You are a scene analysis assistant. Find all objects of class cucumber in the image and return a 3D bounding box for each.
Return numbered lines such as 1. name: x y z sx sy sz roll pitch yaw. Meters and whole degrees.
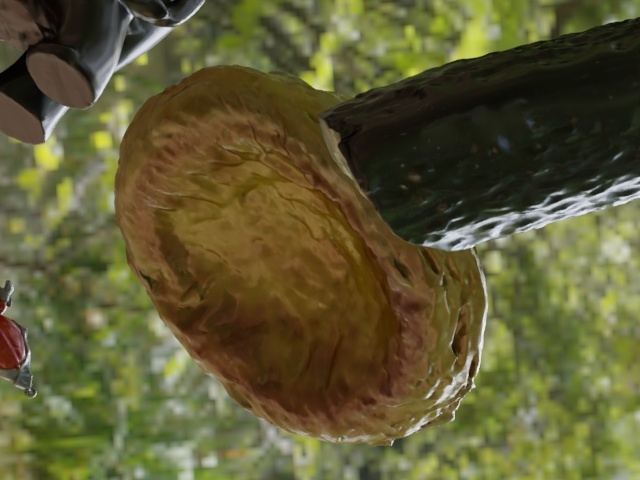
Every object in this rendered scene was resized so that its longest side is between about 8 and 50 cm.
1. cucumber: 0.123 -0.052 0.778 0.074 0.241 0.074 164 -90 -88

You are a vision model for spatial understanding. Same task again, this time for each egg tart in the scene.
1. egg tart: 0.000 0.000 1.399 0.128 0.319 0.319 -38 134 -40

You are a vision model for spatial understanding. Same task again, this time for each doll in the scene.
1. doll: -0.262 0.079 1.597 0.057 0.039 0.114 -26 87 -49

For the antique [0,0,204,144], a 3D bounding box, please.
1. antique: -0.248 -0.234 1.729 0.255 0.322 0.185 -59 155 -27
